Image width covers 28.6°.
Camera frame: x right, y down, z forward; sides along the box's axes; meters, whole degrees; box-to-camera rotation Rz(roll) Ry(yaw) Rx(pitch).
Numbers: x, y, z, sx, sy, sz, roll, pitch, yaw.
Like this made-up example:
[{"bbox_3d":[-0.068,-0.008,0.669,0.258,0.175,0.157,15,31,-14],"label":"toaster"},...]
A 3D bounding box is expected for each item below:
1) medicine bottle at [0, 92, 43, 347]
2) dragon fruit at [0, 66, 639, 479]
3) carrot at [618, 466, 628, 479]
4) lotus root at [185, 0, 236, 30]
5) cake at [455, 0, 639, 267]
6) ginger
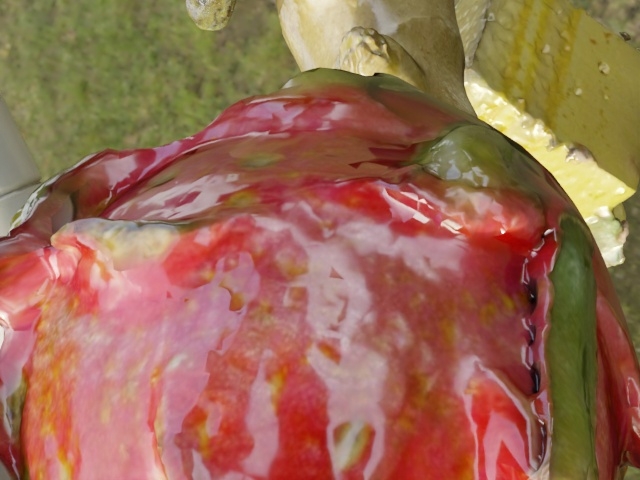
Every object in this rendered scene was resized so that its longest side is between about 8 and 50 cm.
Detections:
[{"bbox_3d":[-0.288,-0.064,0.942,0.130,0.130,0.341,-21,96,51],"label":"medicine bottle"},{"bbox_3d":[-0.002,0.076,0.434,0.231,0.237,0.303,-9,38,9],"label":"dragon fruit"},{"bbox_3d":[0.182,0.149,0.852,0.060,0.060,0.186,-60,-6,19],"label":"carrot"},{"bbox_3d":[-0.118,-0.268,1.376,0.049,0.054,0.099,-61,-2,-32],"label":"lotus root"},{"bbox_3d":[0.230,-0.110,1.347,0.222,0.286,0.227,-44,18,50],"label":"cake"},{"bbox_3d":[0.050,-0.168,0.881,0.375,0.166,0.236,-122,20,-49],"label":"ginger"}]
